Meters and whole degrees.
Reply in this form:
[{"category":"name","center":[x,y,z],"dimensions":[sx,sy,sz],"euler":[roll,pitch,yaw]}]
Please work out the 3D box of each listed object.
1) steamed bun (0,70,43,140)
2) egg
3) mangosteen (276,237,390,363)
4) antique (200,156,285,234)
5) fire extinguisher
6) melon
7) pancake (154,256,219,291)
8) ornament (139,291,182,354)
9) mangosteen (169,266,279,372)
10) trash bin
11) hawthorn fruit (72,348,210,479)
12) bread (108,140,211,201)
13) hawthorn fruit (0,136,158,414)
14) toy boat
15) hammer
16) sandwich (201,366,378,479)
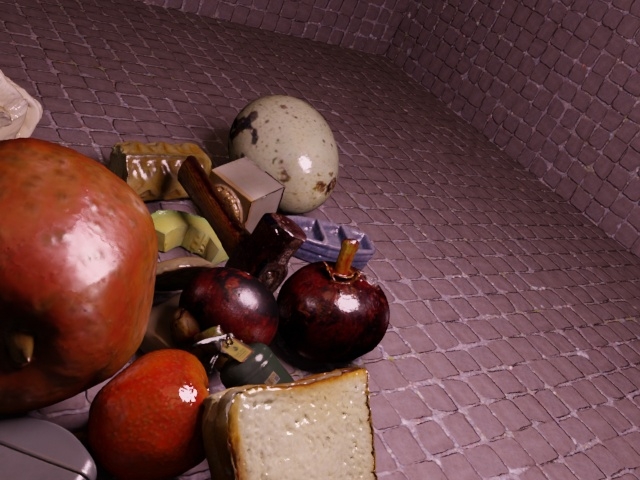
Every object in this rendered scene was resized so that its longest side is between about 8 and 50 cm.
[{"category":"steamed bun","center":[-0.798,-0.299,1.425],"dimensions":[0.347,0.237,0.394],"euler":[37,-8,-25]},{"category":"egg","center":[-0.095,-0.229,1.801],"dimensions":[0.288,0.287,0.379],"euler":[-2,48,-40]},{"category":"mangosteen","center":[0.030,0.116,1.353],"dimensions":[0.236,0.261,0.235],"euler":[10,25,-5]},{"category":"antique","center":[-0.195,-0.095,1.638],"dimensions":[0.152,0.146,0.148],"euler":[38,39,21]},{"category":"fire extinguisher","center":[-0.080,0.263,1.080],"dimensions":[0.114,0.095,0.311],"euler":[-40,97,-39]},{"category":"melon","center":[-0.296,-0.005,1.512],"dimensions":[0.210,0.064,0.118],"euler":[23,28,-9]},{"category":"pancake","center":[-0.292,0.070,1.252],"dimensions":[0.236,0.223,0.042],"euler":[19,56,-68]},{"category":"ornament","center":[-0.294,0.162,1.238],"dimensions":[0.245,0.061,0.230],"euler":[38,33,15]},{"category":"mangosteen","center":[-0.171,0.143,1.171],"dimensions":[0.200,0.199,0.200],"euler":[19,30,-11]},{"category":"trash bin","center":[-0.397,0.338,0.838],"dimensions":[0.177,0.101,0.236],"euler":[24,31,-6]},{"category":"hawthorn fruit","center":[-0.266,0.263,0.981],"dimensions":[0.226,0.196,0.196],"euler":[-12,42,-19]},{"category":"bread","center":[-0.385,-0.171,1.647],"dimensions":[0.268,0.130,0.152],"euler":[-8,79,-45]},{"category":"hawthorn fruit","center":[-0.415,0.062,0.945],"dimensions":[0.403,0.402,0.402],"euler":[19,30,-11]},{"category":"toy boat","center":[0.000,0.000,1.713],"dimensions":[0.283,0.078,0.127],"euler":[12,33,-23]},{"category":"hammer","center":[-0.212,-0.038,1.419],"dimensions":[0.095,0.242,0.409],"euler":[12,31,-50]},{"category":"sandwich","center":[-0.034,0.346,0.958],"dimensions":[0.271,0.099,0.301],"euler":[0,77,-35]}]
